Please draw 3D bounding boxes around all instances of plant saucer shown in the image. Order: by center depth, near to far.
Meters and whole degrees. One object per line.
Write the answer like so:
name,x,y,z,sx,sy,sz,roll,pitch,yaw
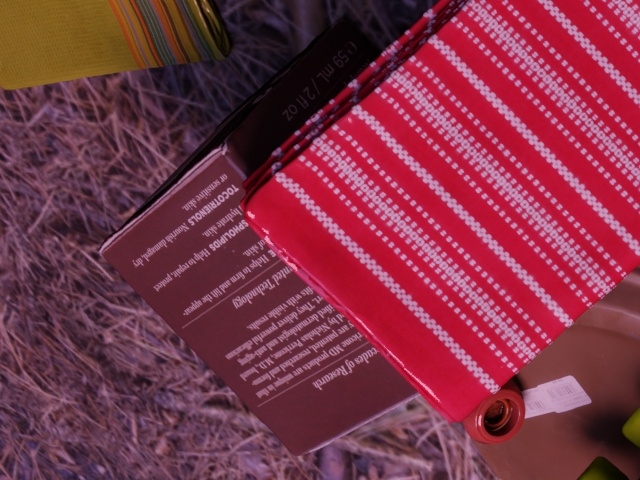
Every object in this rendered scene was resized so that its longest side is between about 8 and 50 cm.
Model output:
plant saucer,0.210,0.125,1.096,0.277,0.041,0.278,20,135,21

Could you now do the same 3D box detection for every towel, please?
towel,0.112,-0.045,0.899,0.275,0.031,0.199,-42,99,6
towel,-0.175,-0.163,1.128,0.237,0.021,0.102,-4,122,37

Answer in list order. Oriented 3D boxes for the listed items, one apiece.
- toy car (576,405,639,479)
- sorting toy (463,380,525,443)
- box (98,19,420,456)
toy car,0.220,0.193,0.945,0.155,0.188,0.149,40,112,13
sorting toy,0.106,0.097,1.084,0.042,0.061,0.102,35,145,61
box,0.000,0.000,1.036,0.203,0.168,0.167,46,137,-8
